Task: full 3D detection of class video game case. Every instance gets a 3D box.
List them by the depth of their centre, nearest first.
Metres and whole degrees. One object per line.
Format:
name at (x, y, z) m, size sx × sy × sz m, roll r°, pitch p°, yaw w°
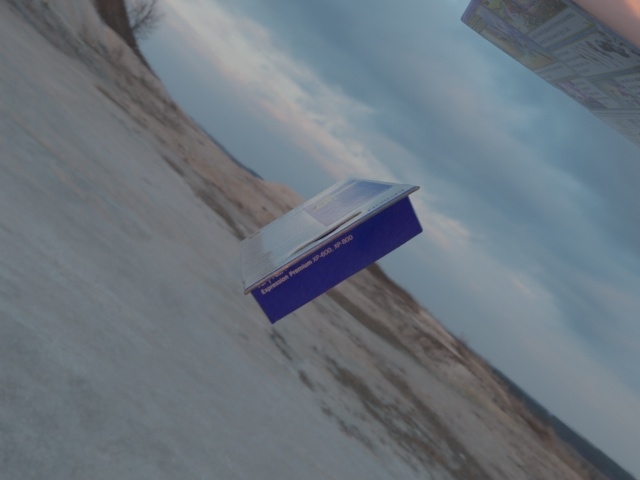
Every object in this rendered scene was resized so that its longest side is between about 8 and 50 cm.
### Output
video game case at (0.218, -0.119, 0.468) m, size 0.244 × 0.061 × 0.269 m, roll 34°, pitch 13°, yaw 0°

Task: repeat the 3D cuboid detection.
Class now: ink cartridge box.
ink cartridge box at (0.000, 0.000, 0.762) m, size 0.069 × 0.175 × 0.371 m, roll 59°, pitch -3°, yaw -7°
